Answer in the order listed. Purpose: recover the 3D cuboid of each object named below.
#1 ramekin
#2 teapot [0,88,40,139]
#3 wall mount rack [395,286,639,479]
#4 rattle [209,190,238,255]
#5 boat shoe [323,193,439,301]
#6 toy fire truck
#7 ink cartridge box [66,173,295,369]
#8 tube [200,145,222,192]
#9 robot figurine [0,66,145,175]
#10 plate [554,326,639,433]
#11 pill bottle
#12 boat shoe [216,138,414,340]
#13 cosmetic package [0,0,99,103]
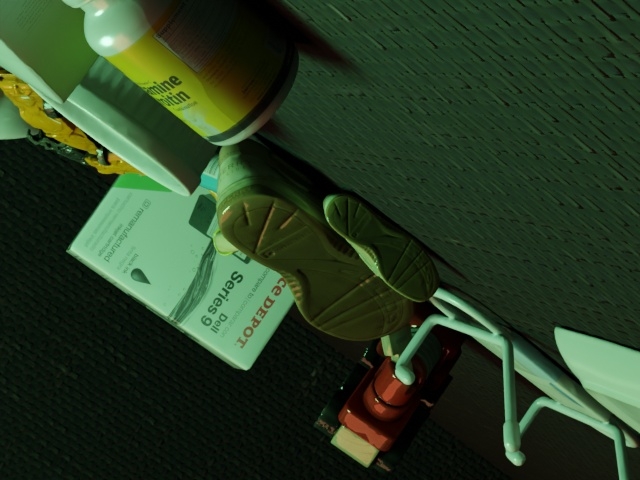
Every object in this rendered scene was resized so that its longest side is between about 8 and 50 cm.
[{"bbox_3d":[-0.185,-0.147,1.808,0.207,0.109,0.207,34,173,5],"label":"ramekin"},{"bbox_3d":[-0.428,-0.233,2.151,0.256,0.187,0.252,15,-164,21],"label":"teapot"},{"bbox_3d":[0.245,0.202,2.060,0.350,0.130,0.304,37,173,-25],"label":"wall mount rack"},{"bbox_3d":[-0.056,-0.054,2.188,0.130,0.143,0.199,2,174,-29],"label":"rattle"},{"bbox_3d":[0.064,0.005,1.900,0.153,0.056,0.048,38,-177,-13],"label":"boat shoe"},{"bbox_3d":[0.102,0.135,2.248,0.158,0.217,0.246,35,132,5],"label":"toy fire truck"},{"bbox_3d":[-0.161,0.010,2.391,0.289,0.211,0.121,35,172,-8],"label":"ink cartridge box"},{"bbox_3d":[-0.162,-0.104,2.204,0.207,0.080,0.052,25,141,43],"label":"tube"},{"bbox_3d":[-0.248,-0.150,2.061,0.211,0.085,0.291,5,164,16],"label":"robot figurine"},{"bbox_3d":[0.370,0.190,1.716,0.278,0.045,0.277,36,173,-17],"label":"plate"},{"bbox_3d":[-0.111,-0.161,1.342,0.184,0.103,0.103,38,173,-28],"label":"pill bottle"},{"bbox_3d":[0.000,0.000,2.015,0.341,0.121,0.110,46,-155,-46],"label":"boat shoe"},{"bbox_3d":[-0.292,-0.252,1.464,0.224,0.138,0.225,33,175,18],"label":"cosmetic package"}]
